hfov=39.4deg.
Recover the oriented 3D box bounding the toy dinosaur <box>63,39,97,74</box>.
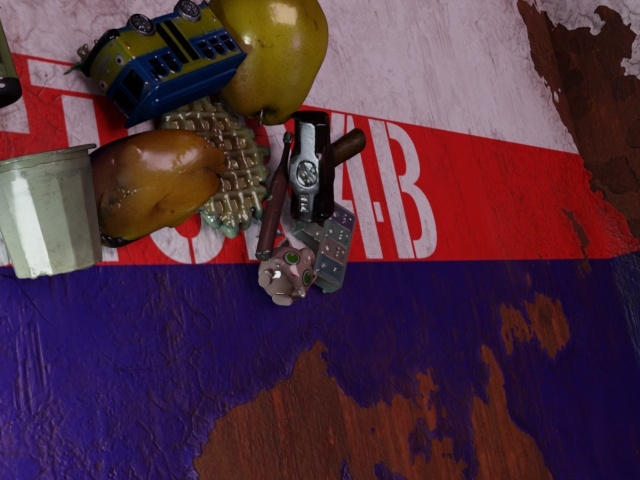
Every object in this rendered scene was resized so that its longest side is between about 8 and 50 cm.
[{"bbox_3d":[-0.451,-0.345,1.737,0.060,0.029,0.119,62,39,-27],"label":"toy dinosaur"}]

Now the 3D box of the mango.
[{"bbox_3d":[-0.313,-0.111,1.651,0.287,0.201,0.152,-22,59,-28],"label":"mango"}]

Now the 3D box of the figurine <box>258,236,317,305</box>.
[{"bbox_3d":[-0.070,0.069,1.911,0.125,0.125,0.138,57,43,-14],"label":"figurine"}]

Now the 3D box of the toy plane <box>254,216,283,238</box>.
[{"bbox_3d":[-0.112,-0.031,1.978,0.083,0.031,0.078,37,65,-30],"label":"toy plane"}]

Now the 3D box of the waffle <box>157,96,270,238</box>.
[{"bbox_3d":[-0.226,-0.164,1.885,0.309,0.056,0.291,40,47,-34],"label":"waffle"}]

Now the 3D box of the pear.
[{"bbox_3d":[-0.113,-0.430,1.958,0.285,0.285,0.336,-25,90,-50],"label":"pear"}]

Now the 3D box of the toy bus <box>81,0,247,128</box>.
[{"bbox_3d":[-0.304,-0.351,1.762,0.175,0.138,0.288,52,43,2],"label":"toy bus"}]

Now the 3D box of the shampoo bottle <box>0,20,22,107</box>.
[{"bbox_3d":[-0.596,-0.367,1.523,0.101,0.101,0.283,-13,84,-50],"label":"shampoo bottle"}]

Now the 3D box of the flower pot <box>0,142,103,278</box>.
[{"bbox_3d":[-0.461,-0.047,1.491,0.212,0.212,0.202,-19,104,-50],"label":"flower pot"}]

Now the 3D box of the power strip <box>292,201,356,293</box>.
[{"bbox_3d":[0.000,0.000,2.078,0.145,0.061,0.215,33,50,-26],"label":"power strip"}]

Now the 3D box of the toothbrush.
[{"bbox_3d":[-0.094,-0.106,1.955,0.041,0.041,0.364,38,45,-32],"label":"toothbrush"}]

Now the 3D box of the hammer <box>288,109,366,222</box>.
[{"bbox_3d":[0.037,-0.206,2.112,0.409,0.095,0.242,-38,131,-63],"label":"hammer"}]
